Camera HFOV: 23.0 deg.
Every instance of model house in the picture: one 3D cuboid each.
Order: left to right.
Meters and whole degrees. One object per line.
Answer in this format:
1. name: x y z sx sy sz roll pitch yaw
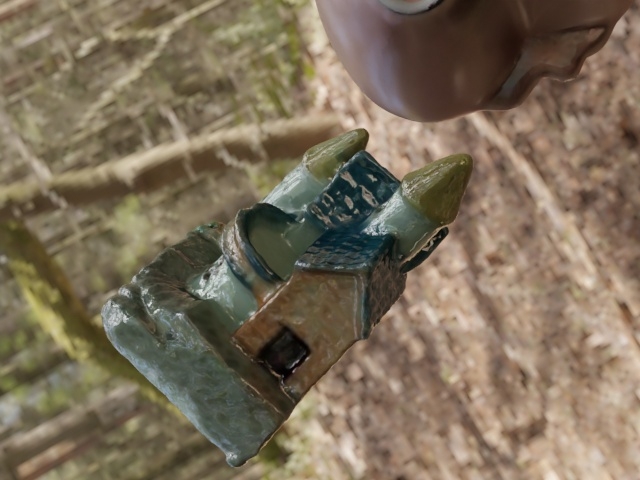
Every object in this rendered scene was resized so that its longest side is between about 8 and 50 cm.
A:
1. model house: 0.000 0.000 1.439 0.194 0.325 0.267 46 -154 -1

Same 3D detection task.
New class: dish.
1. dish: 0.086 -0.180 0.928 0.213 0.213 0.090 56 -177 19
